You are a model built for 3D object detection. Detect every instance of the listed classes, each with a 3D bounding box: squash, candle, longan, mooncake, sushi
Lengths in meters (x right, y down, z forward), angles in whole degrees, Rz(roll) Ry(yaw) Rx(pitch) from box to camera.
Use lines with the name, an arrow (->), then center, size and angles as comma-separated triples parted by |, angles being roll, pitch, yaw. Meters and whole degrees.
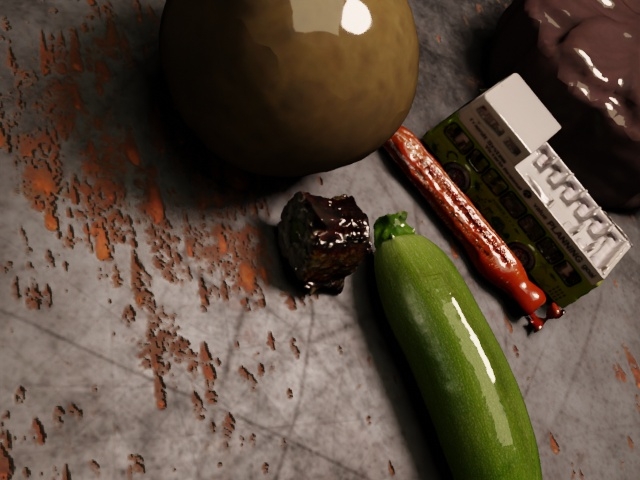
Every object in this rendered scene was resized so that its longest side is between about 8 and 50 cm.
squash -> 0.153, 0.141, 0.912 | 0.107, 0.107, 0.395 | -8, 68, -35
candle -> 0.192, -0.018, 1.066 | 0.329, 0.048, 0.051 | 51, 36, 4
longan -> -0.027, -0.209, 0.900 | 0.297, 0.297, 0.297 | 15, 57, -24
mooncake -> 0.434, -0.251, 1.256 | 0.350, 0.212, 0.381 | 6, 59, -22
sushi -> 0.000, -0.001, 0.918 | 0.084, 0.098, 0.094 | 2, 44, -35

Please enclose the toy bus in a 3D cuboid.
toy bus -> 0.281, -0.067, 1.087 | 0.113, 0.139, 0.302 | -38, 88, -38
